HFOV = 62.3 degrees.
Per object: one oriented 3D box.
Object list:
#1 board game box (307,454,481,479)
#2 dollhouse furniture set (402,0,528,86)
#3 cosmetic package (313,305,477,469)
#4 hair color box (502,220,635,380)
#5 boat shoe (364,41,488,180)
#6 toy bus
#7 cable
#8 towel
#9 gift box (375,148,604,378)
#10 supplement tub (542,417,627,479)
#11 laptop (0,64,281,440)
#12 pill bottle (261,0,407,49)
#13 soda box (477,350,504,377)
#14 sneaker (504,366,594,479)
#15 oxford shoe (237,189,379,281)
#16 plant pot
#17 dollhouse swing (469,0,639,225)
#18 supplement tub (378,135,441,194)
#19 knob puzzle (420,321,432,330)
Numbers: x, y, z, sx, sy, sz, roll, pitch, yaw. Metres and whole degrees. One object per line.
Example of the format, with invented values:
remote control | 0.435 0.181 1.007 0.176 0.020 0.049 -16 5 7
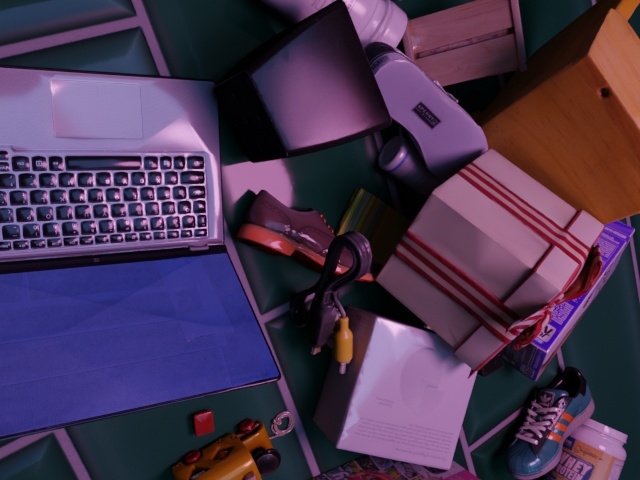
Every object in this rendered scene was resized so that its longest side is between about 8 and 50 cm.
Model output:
board game box | 0.121 0.479 0.933 0.304 0.224 0.097 -12 102 -27
dollhouse furniture set | 0.312 -0.397 0.943 0.174 0.304 0.355 -41 122 -60
cosmetic package | 0.136 0.259 0.949 0.224 0.138 0.224 19 85 -18
hair color box | 0.514 0.116 1.126 0.339 0.110 0.185 -46 149 -15
boat shoe | 0.174 -0.213 0.896 0.306 0.104 0.113 30 121 -35
toy bus | -0.131 0.374 0.853 0.191 0.104 0.202 25 84 -28
cable | 0.021 0.082 0.844 0.072 0.139 0.287 -14 135 -33
towel | 0.135 0.000 1.005 0.237 0.021 0.102 31 85 -28
gift box | 0.266 0.050 0.857 0.258 0.255 0.276 40 50 15
supplement tub | 0.630 0.528 1.258 0.144 0.144 0.199 27 82 -28
laptop | -0.272 -0.021 0.659 0.382 0.236 0.407 -5 98 -28
pill bottle | 0.020 -0.381 0.834 0.229 0.131 0.131 26 83 -28
soda box | 0.320 0.184 1.069 0.060 0.053 0.168 -19 104 -25
sneaker | 0.510 0.404 1.207 0.302 0.108 0.120 -33 109 -30
oxford shoe | 0.000 0.000 0.890 0.272 0.097 0.098 23 78 -29
plant pot | -0.041 -0.209 0.780 0.167 0.188 0.187 -36 111 -26
dollhouse swing | 0.463 -0.220 0.938 0.305 0.347 0.315 -33 89 -25
supplement tub | 0.166 -0.138 0.975 0.107 0.071 0.070 30 81 -27
knob puzzle | 0.279 0.174 1.094 0.213 0.030 0.212 -3 98 -27
